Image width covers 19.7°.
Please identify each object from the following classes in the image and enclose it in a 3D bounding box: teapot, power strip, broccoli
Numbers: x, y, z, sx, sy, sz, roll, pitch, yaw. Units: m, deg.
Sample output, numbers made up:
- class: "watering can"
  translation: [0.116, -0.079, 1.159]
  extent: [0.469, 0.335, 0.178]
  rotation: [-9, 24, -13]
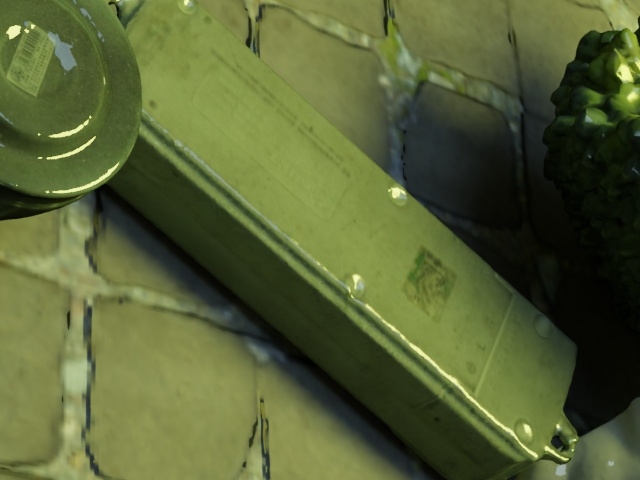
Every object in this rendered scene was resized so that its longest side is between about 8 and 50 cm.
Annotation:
- class: "teapot"
  translation: [-0.123, -0.061, 0.653]
  extent: [0.092, 0.091, 0.124]
  rotation: [13, 64, -37]
- class: "power strip"
  translation: [0.000, 0.000, 0.755]
  extent: [0.272, 0.052, 0.078]
  rotation: [41, 46, -15]
- class: "broccoli"
  translation: [0.247, -0.028, 0.835]
  extent: [0.263, 0.247, 0.243]
  rotation: [43, 81, -20]

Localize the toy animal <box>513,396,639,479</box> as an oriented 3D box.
- class: "toy animal"
  translation: [0.179, 0.151, 0.774]
  extent: [0.181, 0.131, 0.127]
  rotation: [64, 6, 27]
